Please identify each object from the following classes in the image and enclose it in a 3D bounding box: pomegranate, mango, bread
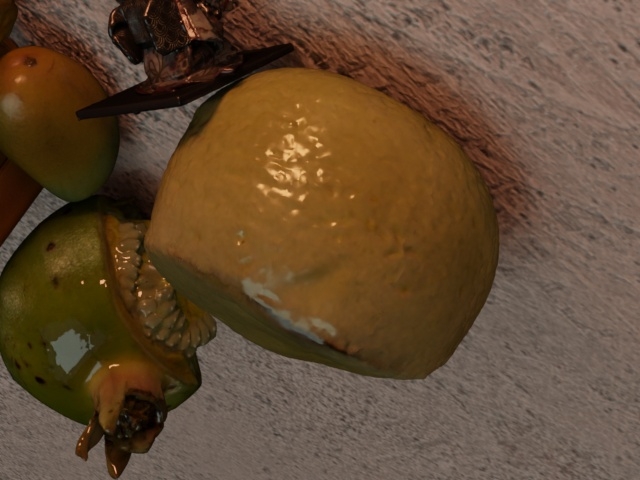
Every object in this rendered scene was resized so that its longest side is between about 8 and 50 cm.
[{"bbox_3d":[-0.230,0.104,2.125,0.261,0.340,0.260,-2,132,-3],"label":"pomegranate"},{"bbox_3d":[-0.275,-0.118,2.013,0.130,0.092,0.194,-15,133,-1],"label":"mango"},{"bbox_3d":[0.006,-0.010,1.794,0.320,0.237,0.320,30,168,7],"label":"bread"}]

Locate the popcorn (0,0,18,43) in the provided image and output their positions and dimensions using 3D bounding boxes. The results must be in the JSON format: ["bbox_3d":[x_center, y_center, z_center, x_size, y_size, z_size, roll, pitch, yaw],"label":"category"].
[{"bbox_3d":[-0.410,-0.221,1.903,0.169,0.189,0.218,-23,81,23],"label":"popcorn"}]

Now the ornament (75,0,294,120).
[{"bbox_3d":[-0.147,-0.228,1.766,0.166,0.153,0.196,-3,112,45],"label":"ornament"}]

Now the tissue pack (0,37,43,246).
[{"bbox_3d":[-0.412,-0.070,2.058,0.145,0.274,0.194,9,144,34],"label":"tissue pack"}]
